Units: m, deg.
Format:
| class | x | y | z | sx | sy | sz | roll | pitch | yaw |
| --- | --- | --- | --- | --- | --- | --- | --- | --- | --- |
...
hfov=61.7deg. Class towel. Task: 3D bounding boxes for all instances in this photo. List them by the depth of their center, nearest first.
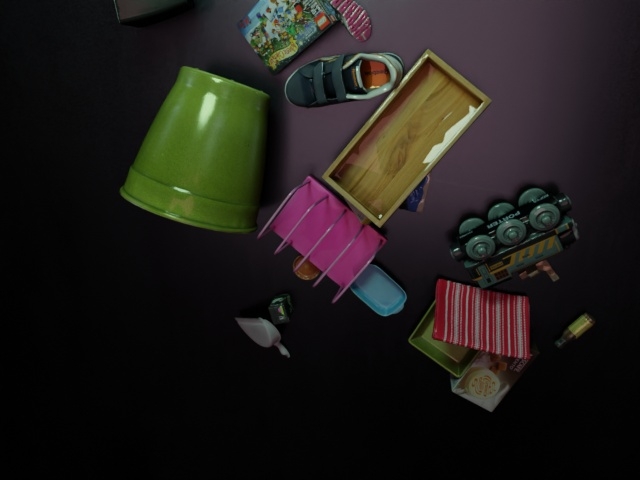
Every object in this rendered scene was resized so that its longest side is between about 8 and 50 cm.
| class | x | y | z | sx | sy | sz | roll | pitch | yaw |
| --- | --- | --- | --- | --- | --- | --- | --- | --- | --- |
| towel | 0.456 | 0.218 | 1.518 | 0.275 | 0.198 | 0.031 | 12 | 148 | 4 |

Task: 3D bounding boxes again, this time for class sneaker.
| class | x | y | z | sx | sy | sz | roll | pitch | yaw |
| --- | --- | --- | --- | --- | --- | --- | --- | --- | --- |
| sneaker | 0.062 | -0.574 | 1.346 | 0.063 | 0.075 | 0.170 | -47 | 120 | 4 |
| sneaker | 0.052 | -0.413 | 1.372 | 0.321 | 0.127 | 0.126 | -11 | 110 | 14 |
| sneaker | 0.250 | -0.152 | 1.472 | 0.085 | 0.058 | 0.152 | 7 | 118 | -3 |

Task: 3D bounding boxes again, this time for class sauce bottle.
| class | x | y | z | sx | sy | sz | roll | pitch | yaw |
| --- | --- | --- | --- | --- | --- | --- | --- | --- | --- |
| sauce bottle | 0.739 | 0.265 | 1.561 | 0.042 | 0.042 | 0.128 | 37 | 114 | -6 |

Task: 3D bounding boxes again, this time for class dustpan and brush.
| class | x | y | z | sx | sy | sz | roll | pitch | yaw |
| --- | --- | --- | --- | --- | --- | --- | --- | --- | --- |
| dustpan and brush | -0.164 | 0.309 | 1.704 | 0.147 | 0.060 | 0.211 | -6 | 120 | 46 |

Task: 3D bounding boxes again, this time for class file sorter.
| class | x | y | z | sx | sy | sz | roll | pitch | yaw |
| --- | --- | --- | --- | --- | --- | --- | --- | --- | --- |
| file sorter | 0.000 | 0.000 | 1.484 | 0.291 | 0.182 | 0.202 | 40 | 112 | 1 |

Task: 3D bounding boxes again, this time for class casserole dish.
| class | x | y | z | sx | sy | sz | roll | pitch | yaw |
| --- | --- | --- | --- | --- | --- | --- | --- | --- | --- |
| casserole dish | 0.172 | 0.144 | 1.608 | 0.188 | 0.037 | 0.114 | 41 | 111 | -8 |

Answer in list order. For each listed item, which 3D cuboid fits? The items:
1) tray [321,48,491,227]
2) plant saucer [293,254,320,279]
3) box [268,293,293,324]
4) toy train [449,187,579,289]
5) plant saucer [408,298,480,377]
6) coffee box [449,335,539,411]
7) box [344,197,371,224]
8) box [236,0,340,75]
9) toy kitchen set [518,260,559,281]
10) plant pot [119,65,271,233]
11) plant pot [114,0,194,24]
| class | x | y | z | sx | sy | sz | roll | pitch | yaw |
| --- | --- | --- | --- | --- | --- | --- | --- | --- | --- |
| tray | 0.214 | -0.253 | 1.373 | 0.203 | 0.076 | 0.411 | 42 | 101 | 6 |
| plant saucer | -0.041 | 0.080 | 1.630 | 0.084 | 0.013 | 0.083 | 3 | 110 | 8 |
| box | -0.121 | 0.212 | 1.654 | 0.052 | 0.083 | 0.062 | -12 | 108 | 13 |
| toy train | 0.525 | -0.002 | 1.452 | 0.334 | 0.142 | 0.190 | -27 | 116 | 16 |
| plant saucer | 0.389 | 0.281 | 1.599 | 0.188 | 0.045 | 0.188 | 35 | 113 | 16 |
| coffee box | 0.515 | 0.370 | 1.604 | 0.141 | 0.098 | 0.246 | 28 | 112 | -2 |
| box | 0.159 | -0.139 | 1.475 | 0.179 | 0.043 | 0.105 | -43 | 62 | 22 |
| box | -0.085 | -0.545 | 1.340 | 0.233 | 0.044 | 0.159 | -28 | 104 | 41 |
| toy kitchen set | 0.613 | 0.101 | 1.504 | 0.083 | 0.068 | 0.075 | -36 | 101 | 20 |
| plant pot | -0.292 | -0.246 | 1.394 | 0.367 | 0.366 | 0.352 | 18 | 101 | 2 |
| plant pot | -0.416 | -0.644 | 1.338 | 0.167 | 0.188 | 0.187 | -7 | 109 | -2 |
